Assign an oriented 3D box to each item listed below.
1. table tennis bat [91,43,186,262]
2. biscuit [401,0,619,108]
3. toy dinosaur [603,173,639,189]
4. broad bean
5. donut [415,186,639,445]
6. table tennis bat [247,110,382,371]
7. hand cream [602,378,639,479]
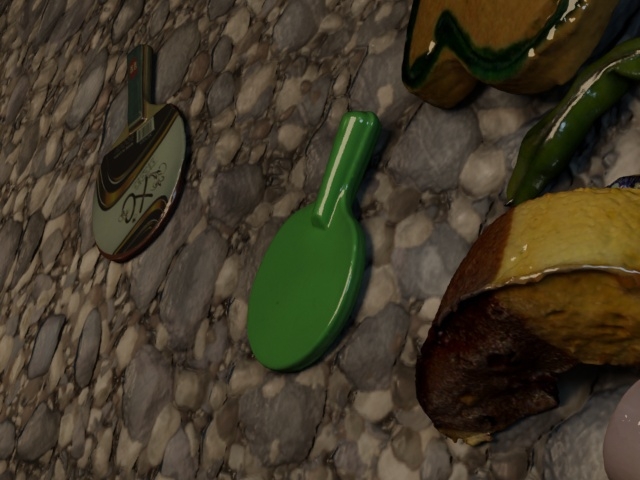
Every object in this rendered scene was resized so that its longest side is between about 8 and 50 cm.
[{"bbox_3d":[-0.210,-0.111,1.769,0.173,0.022,0.301,-33,46,35],"label":"table tennis bat"},{"bbox_3d":[0.153,-0.245,1.307,0.287,0.057,0.344,-54,29,30],"label":"biscuit"},{"bbox_3d":[0.229,-0.025,1.120,0.180,0.037,0.058,-11,35,41],"label":"toy dinosaur"},{"bbox_3d":[0.211,-0.103,1.187,0.195,0.046,0.061,-40,38,28],"label":"broad bean"},{"bbox_3d":[0.159,0.038,1.077,0.295,0.151,0.112,-30,36,40],"label":"donut"},{"bbox_3d":[0.000,0.000,1.406,0.160,0.039,0.257,16,86,56],"label":"table tennis bat"},{"bbox_3d":[0.285,0.159,0.894,0.248,0.083,0.133,20,83,46],"label":"hand cream"}]
